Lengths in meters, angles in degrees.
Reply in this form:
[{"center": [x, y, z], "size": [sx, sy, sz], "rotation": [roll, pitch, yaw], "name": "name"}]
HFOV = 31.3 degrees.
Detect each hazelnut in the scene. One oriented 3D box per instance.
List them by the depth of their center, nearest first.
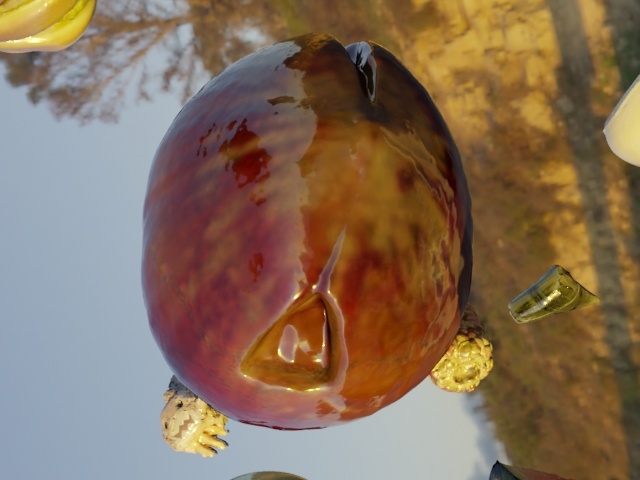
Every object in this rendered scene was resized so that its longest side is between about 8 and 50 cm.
[{"center": [0.000, 0.000, 1.261], "size": [0.402, 0.402, 0.429], "rotation": [64, -151, -50], "name": "hazelnut"}]

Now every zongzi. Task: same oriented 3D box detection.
[{"center": [0.343, 0.095, 1.675], "size": [0.113, 0.104, 0.052], "rotation": [31, -150, -40], "name": "zongzi"}]

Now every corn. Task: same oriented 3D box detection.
[{"center": [0.154, 0.102, 1.493], "size": [0.280, 0.092, 0.092], "rotation": [-108, 0, -64], "name": "corn"}]

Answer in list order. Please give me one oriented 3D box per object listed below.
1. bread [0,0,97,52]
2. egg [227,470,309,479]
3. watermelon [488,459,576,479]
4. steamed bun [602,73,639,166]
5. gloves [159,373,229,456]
[{"center": [-0.364, -0.299, 1.086], "size": [0.333, 0.160, 0.333], "rotation": [41, 179, 1], "name": "bread"}, {"center": [-0.088, 0.470, 1.861], "size": [0.186, 0.253, 0.186], "rotation": [178, 90, -87], "name": "egg"}, {"center": [0.209, 0.275, 0.916], "size": [0.137, 0.193, 0.145], "rotation": [-1, -64, -59], "name": "watermelon"}, {"center": [0.484, -0.186, 1.486], "size": [0.145, 0.231, 0.232], "rotation": [36, -174, 8], "name": "steamed bun"}, {"center": [-0.187, 0.249, 1.666], "size": [0.144, 0.094, 0.110], "rotation": [-133, 59, -65], "name": "gloves"}]
